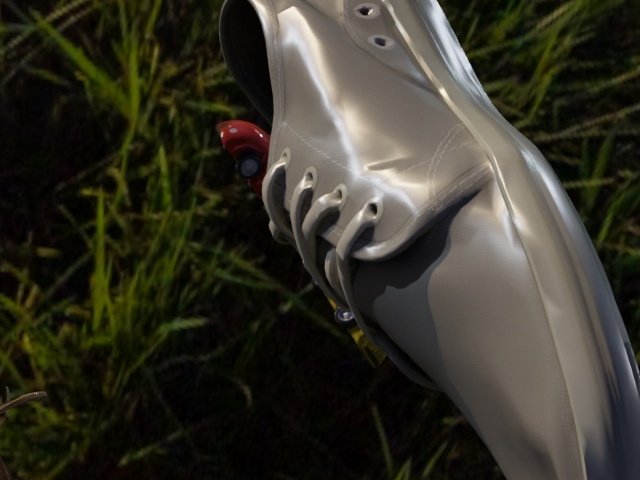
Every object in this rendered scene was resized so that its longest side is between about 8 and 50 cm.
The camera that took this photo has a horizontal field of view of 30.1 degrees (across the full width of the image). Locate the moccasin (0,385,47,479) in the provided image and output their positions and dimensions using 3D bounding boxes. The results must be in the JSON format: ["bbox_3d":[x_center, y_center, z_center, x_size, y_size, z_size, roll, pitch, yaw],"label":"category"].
[{"bbox_3d":[-0.313,0.139,0.949,0.139,0.147,0.380,15,39,-44],"label":"moccasin"}]

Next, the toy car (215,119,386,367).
[{"bbox_3d":[0.000,0.000,1.048,0.053,0.225,0.239,-33,84,0],"label":"toy car"}]

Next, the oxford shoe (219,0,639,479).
[{"bbox_3d":[0.042,-0.008,0.614,0.130,0.169,0.449,-16,45,-7],"label":"oxford shoe"}]
